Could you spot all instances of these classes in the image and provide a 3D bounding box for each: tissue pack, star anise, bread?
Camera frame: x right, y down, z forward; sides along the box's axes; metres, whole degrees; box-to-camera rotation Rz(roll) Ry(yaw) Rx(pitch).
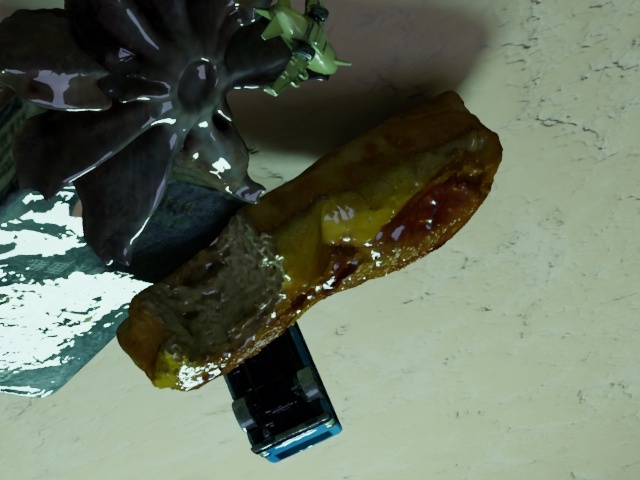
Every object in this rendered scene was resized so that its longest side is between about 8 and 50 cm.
[{"bbox_3d":[-0.237,0.007,1.457,0.228,0.103,0.315,14,134,-44],"label":"tissue pack"},{"bbox_3d":[-0.110,-0.138,1.263,0.359,0.139,0.316,-1,122,-42],"label":"star anise"},{"bbox_3d":[0.000,0.000,1.487,0.380,0.109,0.185,-30,168,-35],"label":"bread"}]

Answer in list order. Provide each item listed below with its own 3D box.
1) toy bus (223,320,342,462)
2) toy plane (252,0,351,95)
[{"bbox_3d":[-0.054,0.119,1.701,0.090,0.185,0.106,-25,159,5],"label":"toy bus"},{"bbox_3d":[-0.011,-0.144,1.225,0.040,0.102,0.111,13,166,32],"label":"toy plane"}]
